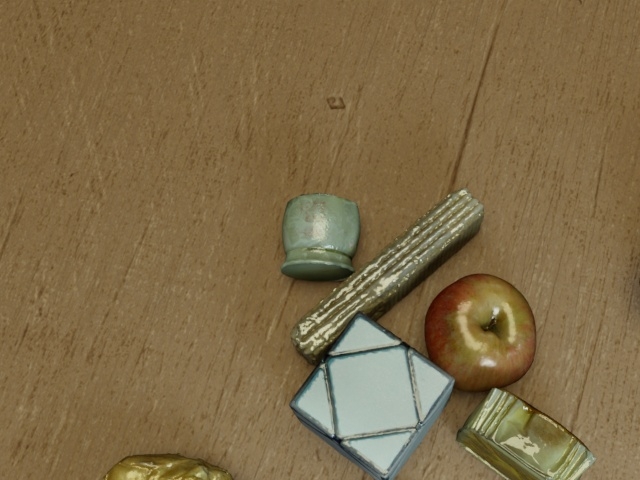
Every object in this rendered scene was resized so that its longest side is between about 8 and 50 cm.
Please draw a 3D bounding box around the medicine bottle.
[{"bbox_3d":[0.000,0.000,1.697,0.147,0.147,0.143,2,75,5],"label":"medicine bottle"}]

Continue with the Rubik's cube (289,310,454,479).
[{"bbox_3d":[0.092,0.277,1.563,0.205,0.207,0.205,35,76,14],"label":"Rubik's cube"}]

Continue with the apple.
[{"bbox_3d":[0.283,0.167,1.610,0.209,0.164,0.209,2,74,-7],"label":"apple"}]

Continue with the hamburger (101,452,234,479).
[{"bbox_3d":[-0.253,0.499,1.550,0.283,0.144,0.259,13,68,13],"label":"hamburger"}]

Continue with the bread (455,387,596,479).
[{"bbox_3d":[0.345,0.343,1.526,0.210,0.192,0.110,33,74,15],"label":"bread"}]

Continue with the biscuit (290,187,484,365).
[{"bbox_3d":[0.123,0.069,1.666,0.426,0.144,0.078,-40,74,-8],"label":"biscuit"}]
